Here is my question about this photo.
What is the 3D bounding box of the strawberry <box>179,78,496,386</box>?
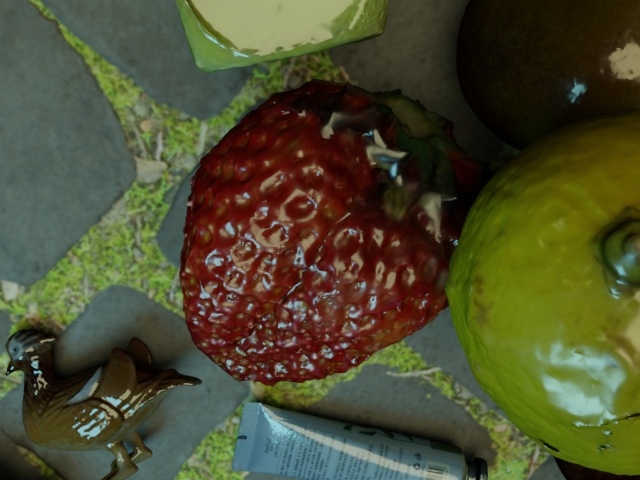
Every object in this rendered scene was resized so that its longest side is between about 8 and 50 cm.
[{"bbox_3d":[0.000,0.000,0.733,0.250,0.238,0.288,26,109,-7],"label":"strawberry"}]

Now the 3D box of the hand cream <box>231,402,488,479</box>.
[{"bbox_3d":[0.044,0.232,0.887,0.271,0.058,0.091,11,115,-4],"label":"hand cream"}]

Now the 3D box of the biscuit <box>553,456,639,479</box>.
[{"bbox_3d":[0.420,0.135,0.819,0.407,0.091,0.407,-2,126,-3],"label":"biscuit"}]

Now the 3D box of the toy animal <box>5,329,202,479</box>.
[{"bbox_3d":[-0.219,0.147,0.828,0.188,0.089,0.179,-28,92,6],"label":"toy animal"}]

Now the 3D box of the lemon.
[{"bbox_3d":[0.216,0.037,0.577,0.260,0.284,0.260,1,62,-2],"label":"lemon"}]

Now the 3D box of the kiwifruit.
[{"bbox_3d":[0.229,-0.157,0.705,0.196,0.234,0.196,-14,120,-26],"label":"kiwifruit"}]

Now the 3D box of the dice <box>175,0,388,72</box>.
[{"bbox_3d":[-0.041,-0.239,0.695,0.169,0.169,0.166,-12,104,-2],"label":"dice"}]
